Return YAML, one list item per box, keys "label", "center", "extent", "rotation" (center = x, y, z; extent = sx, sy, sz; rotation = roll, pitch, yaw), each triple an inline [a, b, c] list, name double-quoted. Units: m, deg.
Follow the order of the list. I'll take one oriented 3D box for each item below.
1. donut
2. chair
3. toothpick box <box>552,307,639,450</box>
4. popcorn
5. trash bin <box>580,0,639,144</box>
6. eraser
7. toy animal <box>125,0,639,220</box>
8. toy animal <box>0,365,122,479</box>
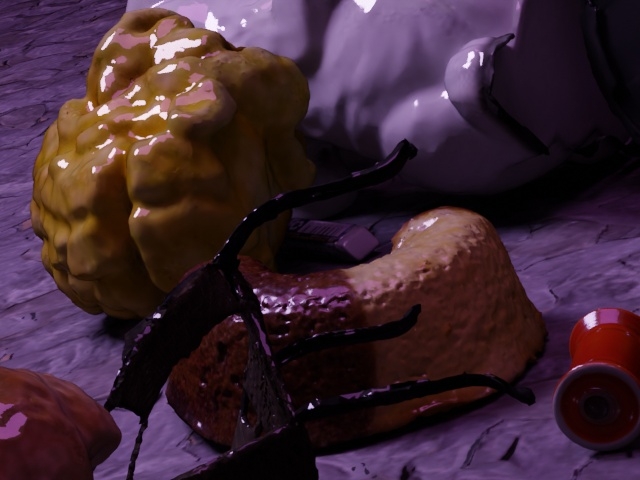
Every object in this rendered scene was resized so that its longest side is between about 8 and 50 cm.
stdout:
- label: "donut"
  center: [0.020, 0.045, 1.081]
  extent: [0.217, 0.085, 0.141]
  rotation: [-15, 16, -8]
- label: "chair"
  center: [-0.023, 0.082, 0.856]
  extent: [0.213, 0.174, 0.149]
  rotation: [-21, 52, -12]
- label: "toothpick box"
  center: [0.142, 0.066, 0.975]
  extent: [0.047, 0.047, 0.083]
  rotation: [-9, 17, 17]
- label: "popcorn"
  center: [-0.106, -0.050, 1.303]
  extent: [0.200, 0.203, 0.226]
  rotation: [-2, 10, 18]
- label: "trash bin"
  center: [0.333, -0.181, 1.341]
  extent: [0.252, 0.203, 0.301]
  rotation: [43, 44, 18]
- label: "eraser"
  center: [0.000, 0.000, 1.361]
  extent: [0.027, 0.019, 0.099]
  rotation: [-42, 28, -30]
- label: "toy animal"
  center: [0.027, -0.118, 1.405]
  extent: [0.357, 0.258, 0.194]
  rotation: [-5, 46, 35]
- label: "toy animal"
  center: [-0.087, 0.139, 0.685]
  extent: [0.104, 0.185, 0.184]
  rotation: [-17, 17, -13]
